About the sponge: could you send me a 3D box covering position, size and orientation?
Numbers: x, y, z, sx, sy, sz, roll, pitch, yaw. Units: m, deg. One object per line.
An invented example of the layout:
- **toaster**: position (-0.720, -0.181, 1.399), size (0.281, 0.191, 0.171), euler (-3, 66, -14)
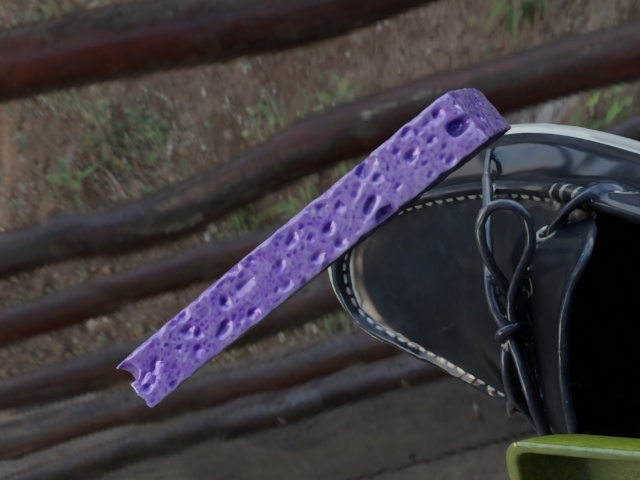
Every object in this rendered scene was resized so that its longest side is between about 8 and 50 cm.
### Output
- **sponge**: position (0.000, 0.000, 0.659), size (0.210, 0.117, 0.031), euler (-39, 88, 14)

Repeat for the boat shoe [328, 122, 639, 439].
- **boat shoe**: position (0.165, 0.041, 0.763), size (0.156, 0.186, 0.500), euler (-23, 23, -38)

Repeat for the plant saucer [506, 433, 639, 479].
- **plant saucer**: position (0.195, 0.161, 0.605), size (0.188, 0.188, 0.045), euler (1, 31, 28)
